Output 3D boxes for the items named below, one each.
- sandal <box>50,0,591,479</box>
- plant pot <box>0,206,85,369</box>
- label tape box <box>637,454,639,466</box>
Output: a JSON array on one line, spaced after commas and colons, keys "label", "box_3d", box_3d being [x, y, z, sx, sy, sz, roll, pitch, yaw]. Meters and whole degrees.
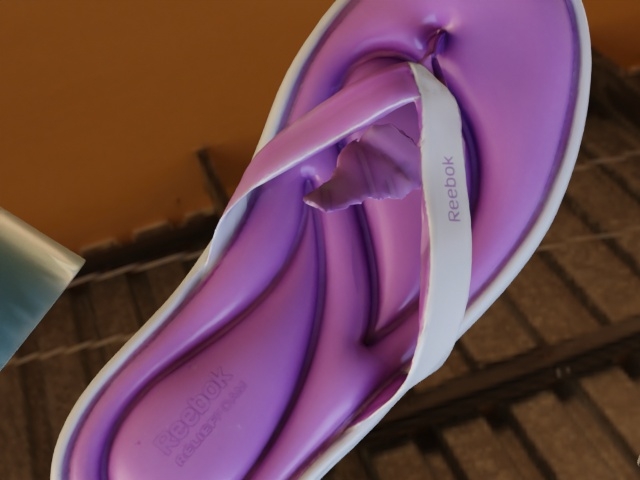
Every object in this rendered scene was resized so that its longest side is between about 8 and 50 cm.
[{"label": "sandal", "box_3d": [0.013, 0.008, 0.689, 0.169, 0.102, 0.416, 32, -95, 4]}, {"label": "plant pot", "box_3d": [-0.394, 0.061, 1.179, 0.293, 0.235, 0.293, -50, -171, 11]}, {"label": "label tape box", "box_3d": [0.458, 0.180, 1.464, 0.105, 0.241, 0.333, 21, -178, 7]}]
